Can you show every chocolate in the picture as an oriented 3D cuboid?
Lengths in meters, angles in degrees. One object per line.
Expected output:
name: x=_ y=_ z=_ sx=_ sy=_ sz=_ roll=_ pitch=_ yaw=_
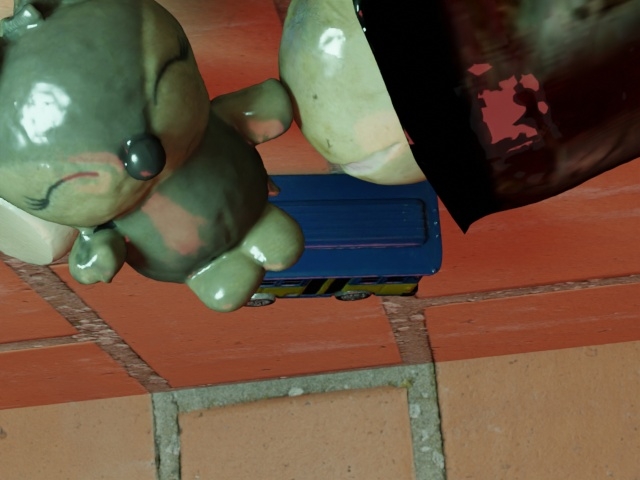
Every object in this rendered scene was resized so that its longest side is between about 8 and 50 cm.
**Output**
chocolate: x=0.202 y=-0.220 z=1.375 sx=0.331 sy=0.383 sz=0.383 roll=-17 pitch=162 yaw=13

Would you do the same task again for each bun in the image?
bun: x=-0.340 y=-0.058 z=2.159 sx=0.173 sy=0.120 sz=0.173 roll=26 pitch=156 yaw=12

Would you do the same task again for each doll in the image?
doll: x=-0.227 y=-0.102 z=1.741 sx=0.378 sy=0.252 sz=0.382 roll=5 pitch=145 yaw=51

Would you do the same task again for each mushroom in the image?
mushroom: x=0.079 y=-0.168 z=1.767 sx=0.255 sy=0.255 sz=0.184 roll=8 pitch=-166 yaw=-39

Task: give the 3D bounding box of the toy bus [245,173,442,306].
toy bus: x=0.000 y=0.000 z=2.444 sx=0.288 sy=0.138 sz=0.175 roll=-2 pitch=165 yaw=-11
